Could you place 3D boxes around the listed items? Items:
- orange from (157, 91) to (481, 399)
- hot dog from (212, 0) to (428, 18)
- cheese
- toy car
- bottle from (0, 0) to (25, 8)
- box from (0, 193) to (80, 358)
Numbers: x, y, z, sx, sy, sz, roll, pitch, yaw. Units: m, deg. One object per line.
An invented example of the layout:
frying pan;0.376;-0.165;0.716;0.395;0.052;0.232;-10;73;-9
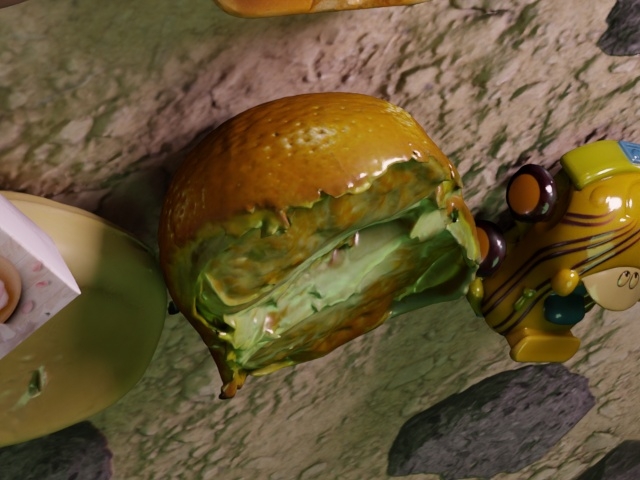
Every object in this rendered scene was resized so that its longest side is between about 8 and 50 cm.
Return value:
orange;-0.002;-0.009;1.616;0.263;0.196;0.334;-19;145;11
hot dog;0.012;-0.226;1.439;0.270;0.072;0.109;-8;140;-34
cheese;-0.263;0.072;1.583;0.316;0.128;0.259;1;135;-42
toy car;0.262;0.019;1.912;0.200;0.142;0.248;3;138;-42
bottle;-0.205;-0.224;1.179;0.297;0.173;0.206;-24;168;-10
box;-0.298;0.046;1.392;0.199;0.081;0.135;-41;137;3
